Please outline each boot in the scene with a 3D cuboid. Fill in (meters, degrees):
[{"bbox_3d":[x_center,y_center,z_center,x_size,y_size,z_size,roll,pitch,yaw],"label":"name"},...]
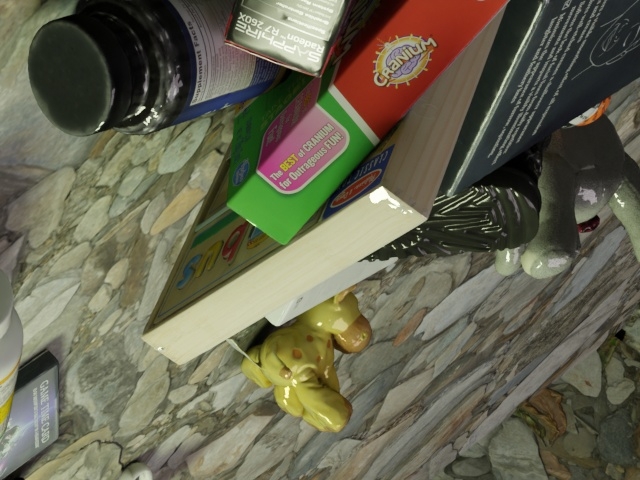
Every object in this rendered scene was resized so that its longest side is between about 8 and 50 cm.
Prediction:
[{"bbox_3d":[0.097,-0.108,1.940,0.131,0.347,0.260,81,15,-46],"label":"boot"}]

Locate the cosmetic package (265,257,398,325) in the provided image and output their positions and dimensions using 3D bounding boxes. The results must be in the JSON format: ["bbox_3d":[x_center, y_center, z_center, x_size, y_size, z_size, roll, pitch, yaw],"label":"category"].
[{"bbox_3d":[0.000,0.000,2.045,0.231,0.117,0.085,-25,154,-44],"label":"cosmetic package"}]

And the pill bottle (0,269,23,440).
[{"bbox_3d":[-0.329,0.107,1.549,0.117,0.117,0.208,-33,159,-34],"label":"pill bottle"}]

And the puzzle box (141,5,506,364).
[{"bbox_3d":[-0.004,-0.061,1.575,0.409,0.052,0.272,-32,-151,49],"label":"puzzle box"}]

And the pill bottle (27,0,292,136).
[{"bbox_3d":[-0.127,-0.155,1.410,0.219,0.123,0.123,-24,153,-47],"label":"pill bottle"}]

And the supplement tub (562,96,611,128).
[{"bbox_3d":[0.269,-0.202,2.113,0.190,0.117,0.117,13,122,-47],"label":"supplement tub"}]

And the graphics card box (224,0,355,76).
[{"bbox_3d":[0.039,-0.329,1.299,0.371,0.094,0.233,112,0,-48],"label":"graphics card box"}]

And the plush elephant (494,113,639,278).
[{"bbox_3d":[0.272,-0.069,2.313,0.271,0.330,0.255,-12,167,-38],"label":"plush elephant"}]

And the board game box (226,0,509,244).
[{"bbox_3d":[0.044,-0.176,1.468,0.316,0.064,0.242,-47,-160,22],"label":"board game box"}]

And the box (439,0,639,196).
[{"bbox_3d":[0.233,-0.278,1.788,0.395,0.212,0.293,-31,157,-36],"label":"box"}]

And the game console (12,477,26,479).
[{"bbox_3d":[-0.383,0.341,2.006,0.144,0.124,0.085,-22,125,-51],"label":"game console"}]

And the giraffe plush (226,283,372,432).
[{"bbox_3d":[-0.008,0.131,2.303,0.170,0.181,0.210,-51,129,-15],"label":"giraffe plush"}]

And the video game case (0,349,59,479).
[{"bbox_3d":[-0.395,0.244,1.859,0.274,0.026,0.196,-37,161,-26],"label":"video game case"}]

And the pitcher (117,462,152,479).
[{"bbox_3d":[-0.288,0.412,2.341,0.207,0.125,0.178,-47,145,-31],"label":"pitcher"}]
